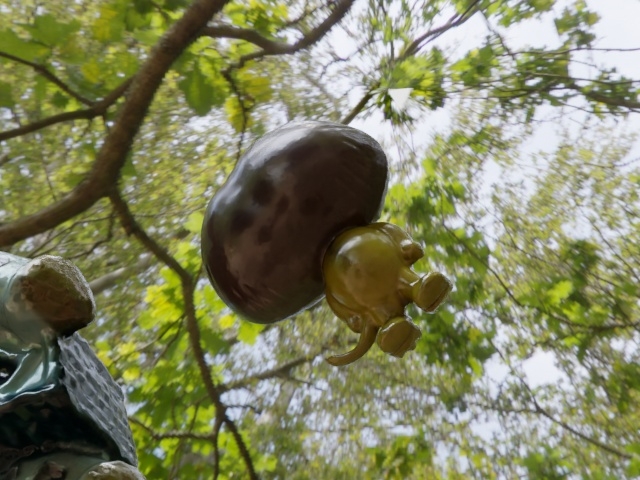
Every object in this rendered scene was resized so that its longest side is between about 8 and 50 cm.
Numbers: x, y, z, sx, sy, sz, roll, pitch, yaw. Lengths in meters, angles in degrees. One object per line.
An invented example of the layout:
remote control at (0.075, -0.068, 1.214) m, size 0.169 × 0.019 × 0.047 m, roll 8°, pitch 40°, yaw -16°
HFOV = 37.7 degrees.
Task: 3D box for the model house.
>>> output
model house at (-0.216, 0.124, 0.592) m, size 0.291 × 0.253 × 0.184 m, roll 8°, pitch -40°, yaw 28°

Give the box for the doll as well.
doll at (-0.005, 0.008, 0.605) m, size 0.145 × 0.096 × 0.188 m, roll -38°, pitch -121°, yaw 20°
